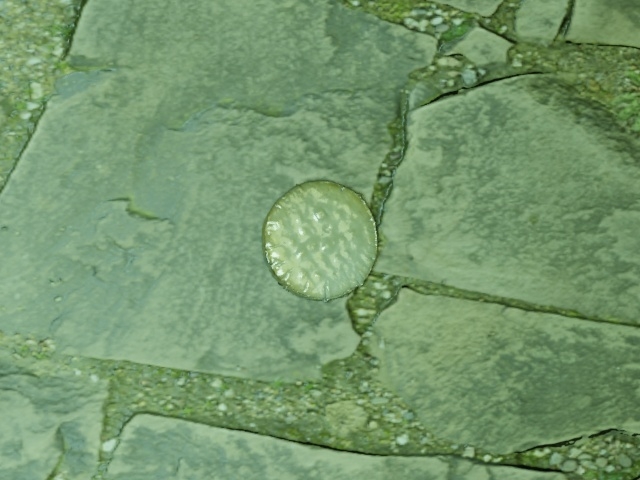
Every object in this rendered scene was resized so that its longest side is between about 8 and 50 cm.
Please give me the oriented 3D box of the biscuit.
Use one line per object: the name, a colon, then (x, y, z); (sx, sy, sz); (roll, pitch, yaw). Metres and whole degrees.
biscuit: (0.000, 0.000, 1.817); (0.152, 0.020, 0.152); (2, 83, -14)
